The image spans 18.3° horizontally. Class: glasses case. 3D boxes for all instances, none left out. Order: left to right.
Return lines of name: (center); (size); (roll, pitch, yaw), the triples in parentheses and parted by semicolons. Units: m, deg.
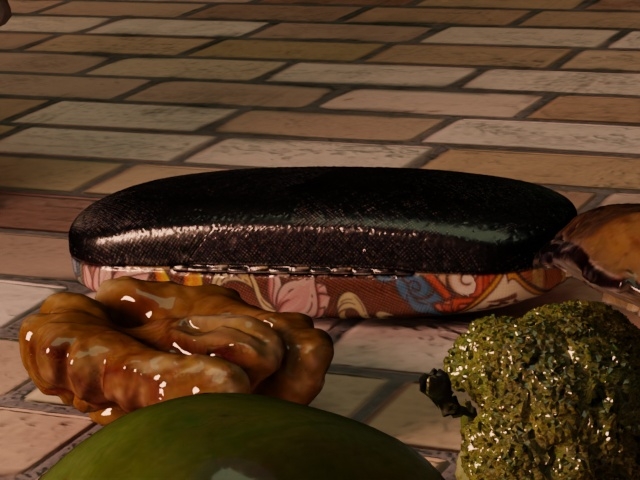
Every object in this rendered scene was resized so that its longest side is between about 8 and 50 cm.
glasses case: (0.000, 0.000, 1.231); (0.321, 0.082, 0.122); (1, 16, 18)

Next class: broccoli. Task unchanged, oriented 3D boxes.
broccoli: (0.109, 0.086, 0.885); (0.131, 0.130, 0.120); (-40, 1, -40)

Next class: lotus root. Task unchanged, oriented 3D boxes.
lotus root: (0.195, 0.019, 0.980); (0.167, 0.078, 0.329); (31, 1, -4)

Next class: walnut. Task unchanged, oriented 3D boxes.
walnut: (-0.078, 0.066, 1.050); (0.143, 0.069, 0.170); (-16, 22, -39)

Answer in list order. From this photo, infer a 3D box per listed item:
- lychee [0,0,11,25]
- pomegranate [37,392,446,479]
lychee: (-0.437, -0.200, 1.494); (0.432, 0.380, 0.380); (-27, 27, -31)
pomegranate: (0.000, 0.139, 0.637); (0.224, 0.181, 0.181); (9, 6, -37)
